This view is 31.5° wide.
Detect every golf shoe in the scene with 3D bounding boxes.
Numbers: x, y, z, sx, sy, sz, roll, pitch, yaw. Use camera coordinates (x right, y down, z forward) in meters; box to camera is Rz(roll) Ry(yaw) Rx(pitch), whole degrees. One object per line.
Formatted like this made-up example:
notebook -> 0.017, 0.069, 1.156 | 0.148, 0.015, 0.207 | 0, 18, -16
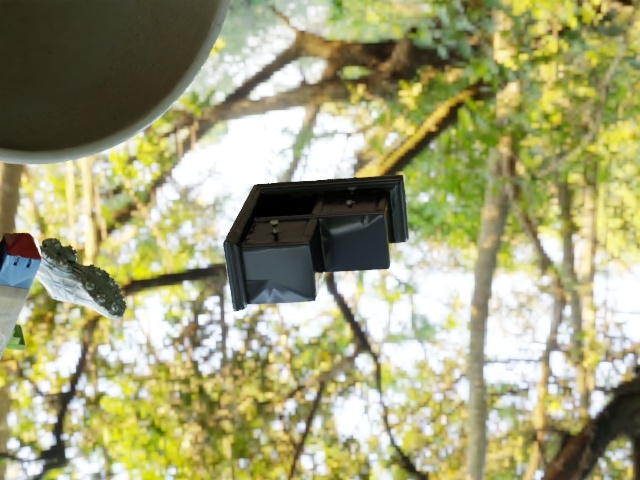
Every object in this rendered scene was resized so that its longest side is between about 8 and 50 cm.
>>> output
golf shoe -> -0.393, 0.074, 1.829 | 0.086, 0.176, 0.069 | -42, -168, 33

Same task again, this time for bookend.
bookend -> 0.000, 0.000, 1.096 | 0.156, 0.072, 0.157 | -3, -157, 10

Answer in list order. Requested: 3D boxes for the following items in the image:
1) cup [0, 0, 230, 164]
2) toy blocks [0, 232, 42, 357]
cup -> -0.252, -0.222, 0.760 | 0.237, 0.331, 0.331 | 7, -161, 44
toy blocks -> -0.526, 0.023, 1.476 | 0.381, 0.261, 0.191 | 13, -151, -32
